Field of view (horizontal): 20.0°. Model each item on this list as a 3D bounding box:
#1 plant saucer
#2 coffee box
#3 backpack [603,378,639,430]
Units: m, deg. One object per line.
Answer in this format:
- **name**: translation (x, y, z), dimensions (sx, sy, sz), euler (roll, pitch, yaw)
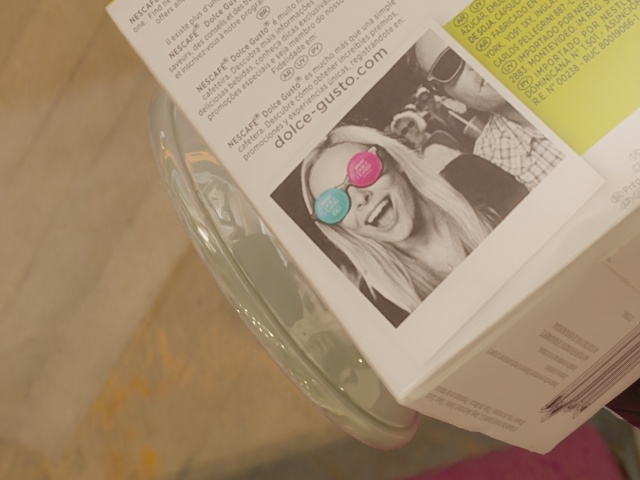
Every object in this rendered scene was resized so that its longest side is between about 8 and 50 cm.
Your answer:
- **plant saucer**: translation (0.000, 0.000, 1.672), dimensions (0.100, 0.400, 0.400), euler (-34, 111, 14)
- **coffee box**: translation (0.134, -0.102, 1.199), dimensions (0.338, 0.338, 0.334), euler (-41, 67, 8)
- **backpack**: translation (0.362, 0.060, 1.741), dimensions (0.290, 0.273, 0.355), euler (-32, 123, 20)
